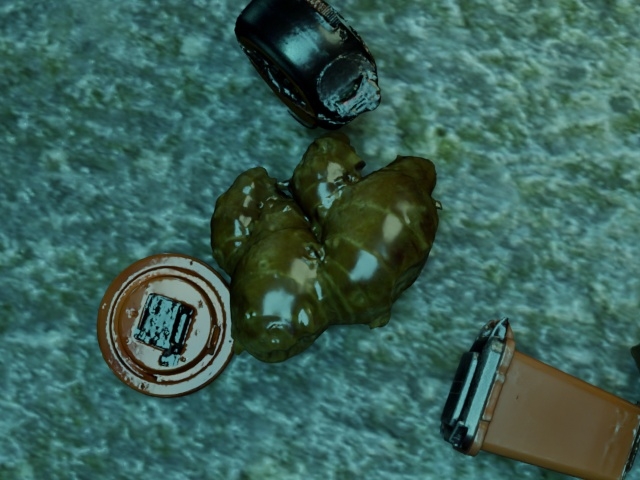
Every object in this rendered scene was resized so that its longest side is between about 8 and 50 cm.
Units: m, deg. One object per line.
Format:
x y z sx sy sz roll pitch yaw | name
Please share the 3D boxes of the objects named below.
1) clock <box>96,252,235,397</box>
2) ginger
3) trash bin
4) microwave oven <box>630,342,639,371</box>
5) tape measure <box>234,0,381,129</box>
-0.215 0.119 1.680 0.205 0.051 0.205 -1 80 5 | clock
0.011 -0.002 1.635 0.357 0.152 0.274 -25 61 0 | ginger
0.295 0.219 1.574 0.238 0.161 0.185 18 84 0 | trash bin
0.585 0.262 1.445 0.247 0.333 0.394 -23 81 5 | microwave oven
-0.014 -0.253 1.641 0.135 0.202 0.223 -44 95 -4 | tape measure
